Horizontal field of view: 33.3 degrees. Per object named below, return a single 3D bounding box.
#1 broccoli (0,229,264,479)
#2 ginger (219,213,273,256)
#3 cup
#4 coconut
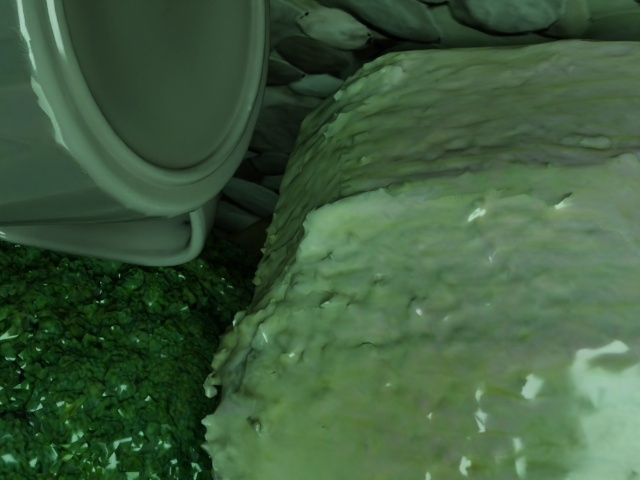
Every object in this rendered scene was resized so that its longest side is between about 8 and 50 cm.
[{"bbox_3d":[-0.141,0.136,0.713,0.321,0.413,0.310,3,150,8],"label":"broccoli"},{"bbox_3d":[-0.003,0.001,0.838,0.193,0.115,0.122,8,140,16],"label":"ginger"},{"bbox_3d":[-0.177,-0.080,0.514,0.273,0.208,0.288,-1,118,24],"label":"cup"},{"bbox_3d":[0.163,0.090,0.579,0.405,0.404,0.404,10,158,4],"label":"coconut"}]
